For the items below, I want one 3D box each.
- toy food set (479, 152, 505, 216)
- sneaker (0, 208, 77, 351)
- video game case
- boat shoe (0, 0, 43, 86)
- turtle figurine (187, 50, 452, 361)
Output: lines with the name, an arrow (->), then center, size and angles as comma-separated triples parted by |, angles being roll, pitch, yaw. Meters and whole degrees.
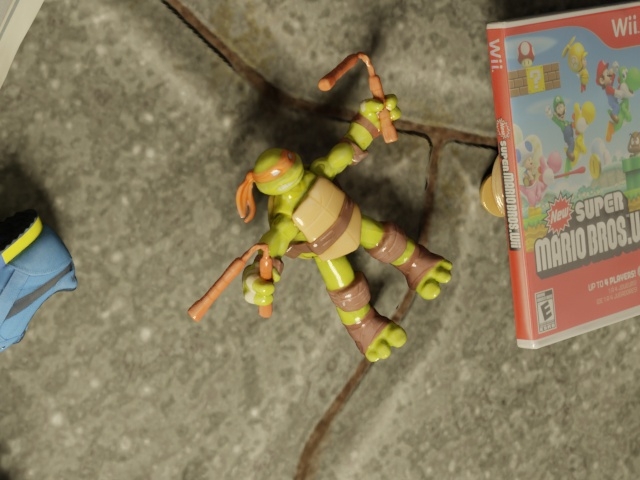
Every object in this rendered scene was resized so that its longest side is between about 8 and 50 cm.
toy food set -> 0.182, -0.052, 1.710 | 0.082, 0.020, 0.083 | 26, 80, -31
sneaker -> -0.264, 0.068, 1.413 | 0.209, 0.069, 0.082 | -41, 117, -23
video game case -> 0.235, -0.063, 1.719 | 0.204, 0.025, 0.285 | -14, 101, -42
boat shoe -> -0.267, -0.141, 1.398 | 0.081, 0.079, 0.227 | 30, 73, -21
turtle figurine -> 0.000, 0.000, 1.562 | 0.217, 0.087, 0.269 | 48, 61, -33
